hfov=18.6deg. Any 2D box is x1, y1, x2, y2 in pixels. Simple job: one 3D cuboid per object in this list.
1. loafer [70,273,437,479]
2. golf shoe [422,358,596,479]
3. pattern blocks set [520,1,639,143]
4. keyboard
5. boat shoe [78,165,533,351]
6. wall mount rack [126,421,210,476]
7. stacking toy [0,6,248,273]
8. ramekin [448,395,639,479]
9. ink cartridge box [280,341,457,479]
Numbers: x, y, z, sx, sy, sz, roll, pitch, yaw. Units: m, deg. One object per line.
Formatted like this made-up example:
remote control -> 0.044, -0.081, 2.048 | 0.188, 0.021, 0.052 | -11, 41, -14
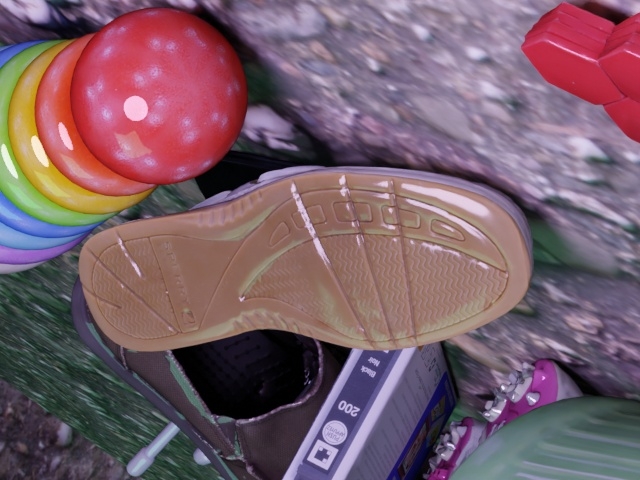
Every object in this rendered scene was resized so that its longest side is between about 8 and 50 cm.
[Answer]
loafer -> -0.032, 0.135, 1.506 | 0.366, 0.134, 0.130 | 36, 166, -20
golf shoe -> 0.143, 0.176, 1.300 | 0.140, 0.115, 0.306 | 23, 160, -4
pattern blocks set -> 0.237, -0.015, 0.637 | 0.325, 0.026, 0.285 | 32, 167, -5
keyboard -> -0.001, -0.014, 1.168 | 0.192, 0.038, 0.100 | 16, 136, 51
boat shoe -> 0.000, 0.000, 1.046 | 0.277, 0.096, 0.098 | -3, 107, 34
wall mount rack -> -0.033, 0.217, 1.807 | 0.350, 0.130, 0.304 | 35, 166, -10
stacking toy -> -0.133, -0.064, 1.090 | 0.141, 0.141, 0.330 | 37, 158, -20
ramekin -> 0.197, 0.239, 1.069 | 0.303, 0.303, 0.148 | 39, 157, -28
ink cartridge box -> 0.023, 0.162, 1.330 | 0.045, 0.208, 0.206 | 24, 165, 16
